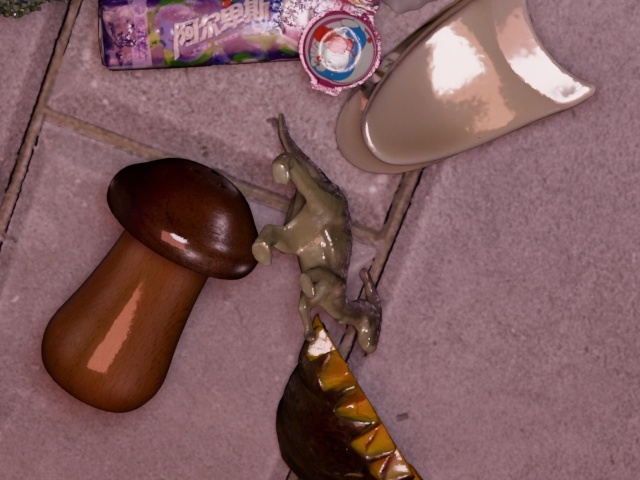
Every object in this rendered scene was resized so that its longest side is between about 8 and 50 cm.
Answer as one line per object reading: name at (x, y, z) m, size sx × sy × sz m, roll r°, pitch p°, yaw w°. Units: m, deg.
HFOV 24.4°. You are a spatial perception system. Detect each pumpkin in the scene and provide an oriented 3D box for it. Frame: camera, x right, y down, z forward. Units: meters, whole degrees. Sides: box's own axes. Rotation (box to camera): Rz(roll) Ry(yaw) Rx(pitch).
pumpkin at (0.008, 0.235, 1.764) m, size 0.149 × 0.130 × 0.254 m, roll -30°, pitch 100°, yaw 9°

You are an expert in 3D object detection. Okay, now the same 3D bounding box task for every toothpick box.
toothpick box at (-0.198, 0.046, 1.715) m, size 0.192 × 0.192 × 0.294 m, roll 32°, pitch 108°, yaw -3°

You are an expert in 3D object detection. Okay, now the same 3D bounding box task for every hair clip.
hair clip at (0.146, -0.168, 1.690) m, size 0.282 × 0.113 × 0.172 m, roll -33°, pitch 98°, yaw 4°

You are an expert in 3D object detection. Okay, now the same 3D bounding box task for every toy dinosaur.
toy dinosaur at (-0.006, 0.003, 1.708) m, size 0.077 × 0.162 × 0.294 m, roll -6°, pitch 104°, yaw 27°

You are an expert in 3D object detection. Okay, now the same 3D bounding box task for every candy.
candy at (-0.099, -0.246, 1.706) m, size 0.312 × 0.061 × 0.088 m, roll -3°, pitch 99°, yaw 4°

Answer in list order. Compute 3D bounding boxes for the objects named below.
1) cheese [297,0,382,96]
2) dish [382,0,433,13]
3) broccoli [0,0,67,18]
cheese at (0.030, -0.232, 1.652) m, size 0.095 × 0.038 × 0.145 m, roll 20°, pitch 100°, yaw -2°
dish at (0.121, -0.318, 1.687) m, size 0.137 × 0.039 × 0.091 m, roll -24°, pitch 99°, yaw 10°
broccoli at (-0.361, -0.387, 1.585) m, size 0.375 × 0.249 × 0.302 m, roll 6°, pitch 95°, yaw -5°
